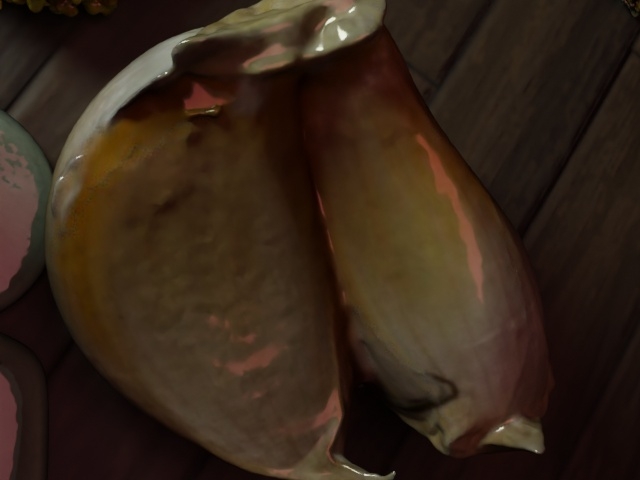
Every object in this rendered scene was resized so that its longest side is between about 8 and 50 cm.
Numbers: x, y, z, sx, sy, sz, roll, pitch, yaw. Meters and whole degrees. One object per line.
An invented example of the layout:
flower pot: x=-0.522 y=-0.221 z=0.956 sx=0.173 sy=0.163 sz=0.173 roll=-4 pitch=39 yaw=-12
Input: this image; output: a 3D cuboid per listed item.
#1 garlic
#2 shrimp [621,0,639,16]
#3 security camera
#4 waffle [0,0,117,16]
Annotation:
garlic: x=0.000 y=0.000 z=0.632 sx=0.286 sy=0.249 sz=0.313 roll=-38 pitch=115 yaw=-38
shrimp: x=0.256 y=-0.244 z=0.866 sx=0.059 sy=0.023 sz=0.108 roll=-31 pitch=93 yaw=-31
security camera: x=-0.235 y=0.046 z=0.608 sx=0.157 sy=0.080 sz=0.301 roll=2 pitch=77 yaw=-19
waffle: x=-0.186 y=-0.244 z=0.676 sx=0.193 sy=0.070 sz=0.197 roll=27 pitch=72 yaw=-15
